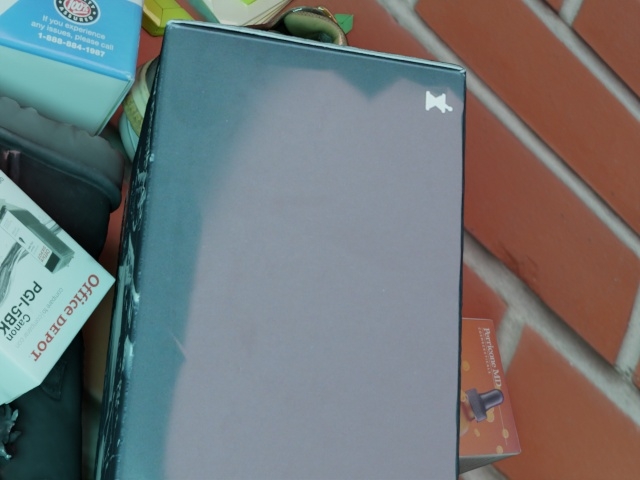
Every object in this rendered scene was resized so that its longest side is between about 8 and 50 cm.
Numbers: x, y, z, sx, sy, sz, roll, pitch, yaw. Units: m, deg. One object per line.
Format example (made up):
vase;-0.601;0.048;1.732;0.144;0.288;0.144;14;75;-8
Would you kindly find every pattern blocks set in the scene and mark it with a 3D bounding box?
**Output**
pattern blocks set;-0.103;-0.299;1.101;0.325;0.026;0.285;40;51;-14

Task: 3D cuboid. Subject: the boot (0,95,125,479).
boot;-0.317;0.095;0.685;0.367;0.146;0.445;18;63;-27

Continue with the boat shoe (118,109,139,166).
boat shoe;-0.115;-0.050;0.942;0.066;0.063;0.184;-8;73;-39

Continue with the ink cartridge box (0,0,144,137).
ink cartridge box;-0.261;-0.256;0.886;0.223;0.129;0.307;14;61;-23

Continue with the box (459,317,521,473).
box;0.076;0.140;0.969;0.170;0.091;0.130;4;65;-34

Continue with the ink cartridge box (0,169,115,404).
ink cartridge box;-0.209;0.019;0.671;0.135;0.056;0.099;46;44;-18

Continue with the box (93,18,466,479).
box;-0.045;0.090;0.692;0.179;0.312;0.343;7;72;-13

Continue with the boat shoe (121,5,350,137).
boat shoe;-0.016;-0.143;0.969;0.342;0.123;0.123;-6;64;-50
